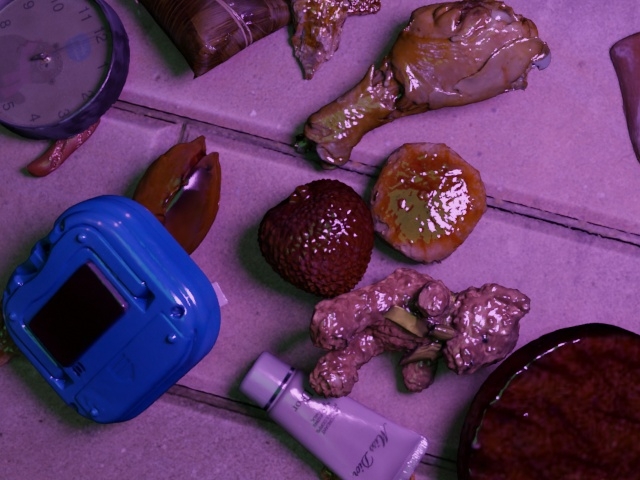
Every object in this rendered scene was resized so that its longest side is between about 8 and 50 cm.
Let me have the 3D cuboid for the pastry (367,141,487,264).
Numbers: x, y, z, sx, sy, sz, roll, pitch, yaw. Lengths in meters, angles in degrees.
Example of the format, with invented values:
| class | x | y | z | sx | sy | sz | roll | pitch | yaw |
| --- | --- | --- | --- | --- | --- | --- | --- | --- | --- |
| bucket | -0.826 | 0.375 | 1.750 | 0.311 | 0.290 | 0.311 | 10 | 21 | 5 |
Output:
| class | x | y | z | sx | sy | sz | roll | pitch | yaw |
| --- | --- | --- | --- | --- | --- | --- | --- | --- | --- |
| pastry | 0.170 | -0.065 | 1.239 | 0.182 | 0.093 | 0.192 | 37 | 91 | 6 |

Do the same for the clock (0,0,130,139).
| class | x | y | z | sx | sy | sz | roll | pitch | yaw |
| --- | --- | --- | --- | --- | --- | --- | --- | --- | --- |
| clock | -0.461 | -0.309 | 1.280 | 0.280 | 0.055 | 0.280 | -1 | 81 | 8 |

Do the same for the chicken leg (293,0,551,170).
| class | x | y | z | sx | sy | sz | roll | pitch | yaw |
| --- | --- | --- | --- | --- | --- | --- | --- | --- | --- |
| chicken leg | 0.144 | -0.247 | 1.227 | 0.429 | 0.153 | 0.201 | -31 | 94 | 9 |

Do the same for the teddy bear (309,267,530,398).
| class | x | y | z | sx | sy | sz | roll | pitch | yaw |
| --- | --- | --- | --- | --- | --- | --- | --- | --- | --- |
| teddy bear | 0.149 | 0.160 | 1.174 | 0.222 | 0.246 | 0.296 | 33 | 49 | 33 |

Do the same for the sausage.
| class | x | y | z | sx | sy | sz | roll | pitch | yaw |
| --- | --- | --- | --- | --- | --- | --- | --- | --- | --- |
| sausage | -0.439 | -0.164 | 1.302 | 0.158 | 0.036 | 0.042 | -43 | 75 | 0 |

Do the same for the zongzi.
| class | x | y | z | sx | sy | sz | roll | pitch | yaw |
| --- | --- | --- | --- | --- | --- | --- | --- | --- | --- |
| zongzi | -0.179 | -0.419 | 1.282 | 0.241 | 0.111 | 0.247 | -34 | 76 | -26 |

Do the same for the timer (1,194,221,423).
| class | x | y | z | sx | sy | sz | roll | pitch | yaw |
| --- | --- | --- | --- | --- | --- | --- | --- | --- | --- |
| timer | -0.338 | 0.116 | 1.194 | 0.340 | 0.115 | 0.309 | -42 | 87 | 26 |

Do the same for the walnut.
| class | x | y | z | sx | sy | sz | roll | pitch | yaw |
| --- | --- | --- | --- | --- | --- | --- | --- | --- | --- |
| walnut | -0.239 | -0.058 | 1.242 | 0.137 | 0.137 | 0.245 | 23 | 95 | 3 |

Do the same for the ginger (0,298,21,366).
| class | x | y | z | sx | sy | sz | roll | pitch | yaw |
| --- | --- | --- | --- | --- | --- | --- | --- | --- | --- |
| ginger | -0.534 | 0.155 | 1.293 | 0.057 | 0.044 | 0.137 | 13 | 95 | -26 |

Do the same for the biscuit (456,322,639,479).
| class | x | y | z | sx | sy | sz | roll | pitch | yaw |
| --- | --- | --- | --- | --- | --- | --- | --- | --- | --- |
| biscuit | 0.408 | 0.326 | 1.184 | 0.407 | 0.091 | 0.407 | -1 | 99 | -8 |

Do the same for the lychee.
| class | x | y | z | sx | sy | sz | roll | pitch | yaw |
| --- | --- | --- | --- | --- | --- | --- | --- | --- | --- |
| lychee | 0.001 | -0.006 | 1.204 | 0.194 | 0.194 | 0.194 | 0 | 88 | 3 |

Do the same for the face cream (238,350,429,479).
| class | x | y | z | sx | sy | sz | roll | pitch | yaw |
| --- | --- | --- | --- | --- | --- | --- | --- | --- | --- |
| face cream | 0.013 | 0.299 | 1.237 | 0.314 | 0.089 | 0.143 | 35 | 76 | 1 |

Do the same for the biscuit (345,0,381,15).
| class | x | y | z | sx | sy | sz | roll | pitch | yaw |
| --- | --- | --- | --- | --- | --- | --- | --- | --- | --- |
| biscuit | 0.031 | -0.498 | 1.287 | 0.131 | 0.026 | 0.237 | -4 | 88 | -8 |

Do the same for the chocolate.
| class | x | y | z | sx | sy | sz | roll | pitch | yaw |
| --- | --- | --- | --- | --- | --- | --- | --- | --- | --- |
| chocolate | 0.583 | -0.232 | 1.231 | 0.157 | 0.080 | 0.254 | -13 | 87 | 2 |

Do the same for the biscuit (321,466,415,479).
| class | x | y | z | sx | sy | sz | roll | pitch | yaw |
| --- | --- | --- | --- | --- | --- | --- | --- | --- | --- |
| biscuit | 0.094 | 0.412 | 1.258 | 0.133 | 0.027 | 0.184 | -33 | 87 | 3 |

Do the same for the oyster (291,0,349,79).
| class | x | y | z | sx | sy | sz | roll | pitch | yaw |
| --- | --- | --- | --- | --- | --- | --- | --- | --- | --- |
| oyster | -0.010 | -0.360 | 1.267 | 0.146 | 0.045 | 0.121 | -39 | 105 | 24 |

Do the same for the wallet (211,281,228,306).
| class | x | y | z | sx | sy | sz | roll | pitch | yaw |
| --- | --- | --- | --- | --- | --- | --- | --- | --- | --- |
| wallet | -0.202 | 0.108 | 1.291 | 0.083 | 0.011 | 0.044 | -30 | 86 | 2 |
